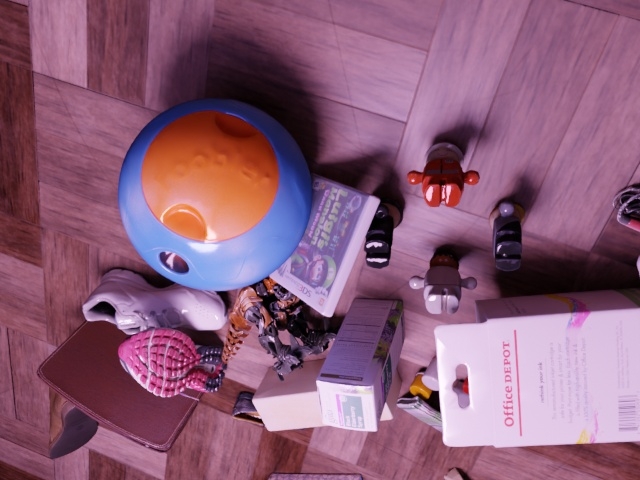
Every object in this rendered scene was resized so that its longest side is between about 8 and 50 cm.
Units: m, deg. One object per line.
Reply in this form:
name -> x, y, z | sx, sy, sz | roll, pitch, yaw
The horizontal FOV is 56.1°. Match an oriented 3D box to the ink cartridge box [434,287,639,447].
ink cartridge box -> 0.353, 0.192, 0.916 | 0.353, 0.119, 0.207 | -5, 100, 7

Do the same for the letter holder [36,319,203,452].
letter holder -> -0.430, 0.335, 1.275 | 0.301, 0.214, 0.152 | 31, 123, -1

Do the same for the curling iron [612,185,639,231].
curling iron -> 0.550, -0.001, 0.859 | 0.273, 0.035, 0.068 | 28, 123, 2

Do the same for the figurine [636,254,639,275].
figurine -> 0.554, 0.041, 0.798 | 0.215, 0.209, 0.092 | 51, 162, -5

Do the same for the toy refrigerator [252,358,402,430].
toy refrigerator -> 0.014, 0.298, 1.172 | 0.269, 0.102, 0.094 | -13, 113, 24

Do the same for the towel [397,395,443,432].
towel -> 0.226, 0.342, 1.144 | 0.152, 0.023, 0.113 | 30, 163, -2

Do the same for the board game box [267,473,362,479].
board game box -> 0.010, 0.690, 1.372 | 0.231, 0.141, 0.291 | -8, 115, 23

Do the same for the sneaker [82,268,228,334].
sneaker -> -0.326, 0.143, 1.183 | 0.296, 0.129, 0.111 | 5, 118, 15

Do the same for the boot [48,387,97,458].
boot -> -0.624, 0.433, 1.487 | 0.115, 0.112, 0.305 | 49, 132, 24

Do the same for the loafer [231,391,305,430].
loafer -> -0.107, 0.379, 1.283 | 0.169, 0.061, 0.062 | 10, 120, 13

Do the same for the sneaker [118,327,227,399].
sneaker -> -0.293, 0.239, 1.156 | 0.111, 0.121, 0.299 | 6, 162, 20

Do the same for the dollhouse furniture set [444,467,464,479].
dollhouse furniture set -> 0.309, 0.519, 1.253 | 0.114, 0.091, 0.081 | 58, 165, 8

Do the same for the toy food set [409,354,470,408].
toy food set -> 0.283, 0.254, 1.079 | 0.232, 0.104, 0.111 | 12, 137, 33

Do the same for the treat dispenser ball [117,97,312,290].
treat dispenser ball -> -0.156, -0.068, 0.910 | 0.288, 0.288, 0.288 | 8, 121, 14

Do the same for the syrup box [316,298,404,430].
syrup box -> 0.074, 0.201, 1.015 | 0.096, 0.237, 0.093 | 1, 118, 18

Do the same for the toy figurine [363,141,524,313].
toy figurine -> 0.187, -0.017, 0.916 | 0.209, 0.148, 0.213 | 37, 121, -11

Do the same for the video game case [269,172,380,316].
video game case -> 0.000, 0.000, 0.942 | 0.022, 0.173, 0.191 | 20, 95, -37

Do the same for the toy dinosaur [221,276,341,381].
toy dinosaur -> -0.074, 0.124, 1.101 | 0.218, 0.164, 0.322 | 50, 140, 12
